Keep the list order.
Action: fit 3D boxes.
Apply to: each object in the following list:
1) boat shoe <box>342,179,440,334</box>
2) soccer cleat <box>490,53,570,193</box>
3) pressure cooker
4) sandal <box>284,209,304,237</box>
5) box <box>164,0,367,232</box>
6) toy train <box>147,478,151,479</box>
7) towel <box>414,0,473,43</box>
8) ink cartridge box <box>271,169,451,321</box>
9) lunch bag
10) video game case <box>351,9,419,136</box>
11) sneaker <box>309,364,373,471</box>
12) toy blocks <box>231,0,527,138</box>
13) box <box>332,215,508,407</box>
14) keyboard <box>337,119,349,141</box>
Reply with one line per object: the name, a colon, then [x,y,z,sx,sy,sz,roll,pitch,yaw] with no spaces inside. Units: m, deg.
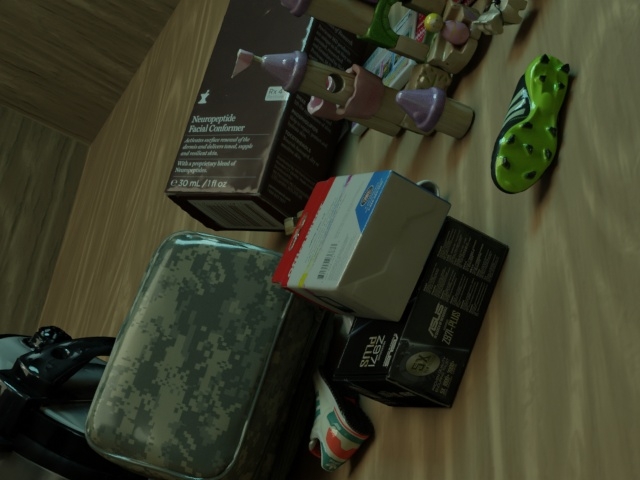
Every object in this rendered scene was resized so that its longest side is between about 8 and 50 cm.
boat shoe: [0.082,0.020,1.647,0.076,0.083,0.226,-46,24,48]
soccer cleat: [0.212,-0.112,1.514,0.179,0.060,0.072,-67,7,-31]
pressure cooker: [-0.382,0.323,2.085,0.420,0.375,0.370,-62,14,9]
sandal: [0.006,-0.001,1.957,0.240,0.088,0.079,162,100,-76]
box: [-0.069,-0.208,2.177,0.191,0.143,0.381,1,65,38]
toy train: [-0.176,0.363,1.877,0.080,0.105,0.184,-63,17,5]
towel: [0.191,-0.399,2.015,0.199,0.031,0.275,-48,24,44]
ink cartridge box: [0.036,0.006,1.544,0.134,0.078,0.231,-65,17,-8]
lunch bag: [-0.106,0.164,1.759,0.256,0.212,0.305,54,-128,-63]
video game case: [0.096,-0.243,2.089,0.157,0.019,0.143,-47,24,41]
sneaker: [0.008,0.200,1.652,0.075,0.057,0.161,-55,21,10]
toy blocks: [0.062,-0.287,1.791,0.289,0.260,0.309,-70,19,1]
box: [0.100,0.077,1.523,0.147,0.077,0.180,-12,54,68]
keyboard: [0.011,-0.199,2.283,0.072,0.014,0.256,-57,19,21]
